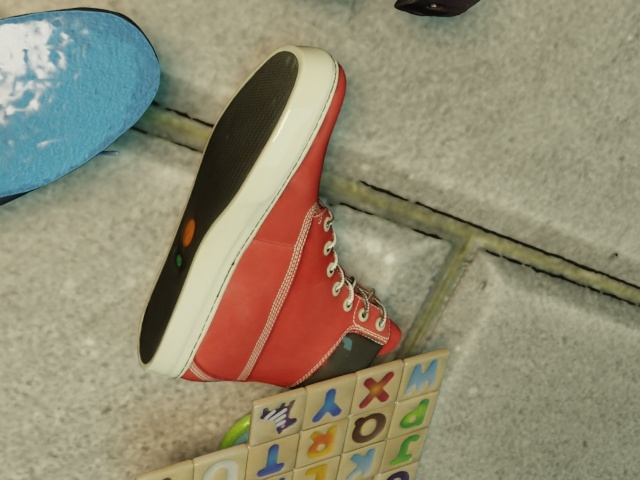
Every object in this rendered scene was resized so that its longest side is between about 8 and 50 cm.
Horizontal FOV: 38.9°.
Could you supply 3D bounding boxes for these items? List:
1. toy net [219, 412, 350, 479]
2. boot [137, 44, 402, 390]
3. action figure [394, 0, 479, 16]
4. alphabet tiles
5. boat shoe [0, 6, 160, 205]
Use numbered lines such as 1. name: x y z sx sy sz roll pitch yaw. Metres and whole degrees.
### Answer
1. toy net: -0.074 0.235 0.714 0.232 0.045 0.122 -48 136 9
2. boot: 0.000 0.000 0.608 0.176 0.088 0.244 15 116 -25
3. action figure: 0.052 -0.276 0.496 0.185 0.099 0.285 10 95 -16
4. alphabet tiles: -0.022 0.179 0.664 0.237 0.009 0.198 -11 130 -27
5. boat shoe: -0.214 -0.061 0.505 0.258 0.089 0.109 -23 106 -3
